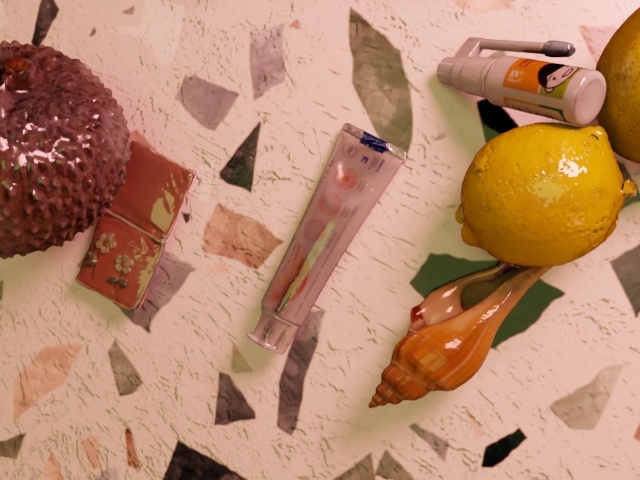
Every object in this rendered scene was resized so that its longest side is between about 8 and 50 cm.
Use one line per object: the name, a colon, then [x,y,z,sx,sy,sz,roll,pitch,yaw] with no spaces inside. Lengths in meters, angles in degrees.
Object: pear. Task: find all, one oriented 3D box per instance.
pear: [0.407,-0.177,0.727,0.198,0.198,0.198,0,89,12]

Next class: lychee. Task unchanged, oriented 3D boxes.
lychee: [-0.397,-0.117,0.864,0.300,0.300,0.300,0,89,12]

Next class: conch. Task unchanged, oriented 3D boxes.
conch: [0.192,0.110,0.825,0.330,0.109,0.093,-34,120,-10]

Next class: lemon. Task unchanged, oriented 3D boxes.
lemon: [0.257,-0.051,0.768,0.206,0.173,0.173,-26,84,24]

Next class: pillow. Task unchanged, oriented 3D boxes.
pillow: [-0.273,-0.021,0.947,0.126,0.043,0.232,24,94,15]

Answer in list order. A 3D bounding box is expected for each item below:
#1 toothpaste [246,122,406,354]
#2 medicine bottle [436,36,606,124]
toothpaste: [0.000,0.000,0.880,0.100,0.066,0.323,29,90,12]
medicine bottle: [0.239,-0.204,0.781,0.221,0.061,0.092,30,83,48]
